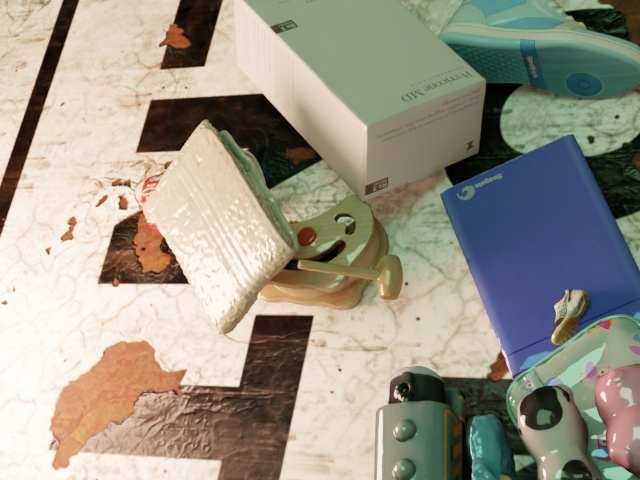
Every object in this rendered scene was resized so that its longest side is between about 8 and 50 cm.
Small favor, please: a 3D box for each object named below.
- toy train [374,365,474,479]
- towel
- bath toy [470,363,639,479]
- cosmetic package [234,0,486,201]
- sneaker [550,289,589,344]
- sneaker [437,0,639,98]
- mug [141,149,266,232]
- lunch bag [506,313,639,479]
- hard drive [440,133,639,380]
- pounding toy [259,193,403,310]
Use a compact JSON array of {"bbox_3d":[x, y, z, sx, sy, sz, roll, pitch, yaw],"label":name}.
[{"bbox_3d":[0.131,0.321,1.726,0.142,0.190,0.334,-7,58,20],"label":"toy train"},{"bbox_3d":[-0.145,-0.023,2.011,0.187,0.049,0.282,-51,52,27],"label":"towel"},{"bbox_3d":[0.342,0.217,1.602,0.348,0.129,0.151,-25,91,15],"label":"bath toy"},{"bbox_3d":[0.051,-0.252,2.095,0.217,0.156,0.385,-25,49,-23],"label":"cosmetic package"},{"bbox_3d":[0.320,0.101,1.829,0.037,0.032,0.083,14,62,45],"label":"sneaker"},{"bbox_3d":[0.344,-0.331,2.074,0.319,0.127,0.208,12,58,20],"label":"sneaker"},{"bbox_3d":[-0.175,-0.071,2.174,0.169,0.150,0.113,-11,95,23],"label":"mug"},{"bbox_3d":[0.369,0.247,1.716,0.224,0.108,0.279,-33,53,2],"label":"lunch bag"},{"bbox_3d":[0.311,0.020,1.923,0.210,0.040,0.319,-24,54,9],"label":"hard drive"},{"bbox_3d":[0.000,0.000,2.002,0.269,0.155,0.154,4,66,24],"label":"pounding toy"}]
